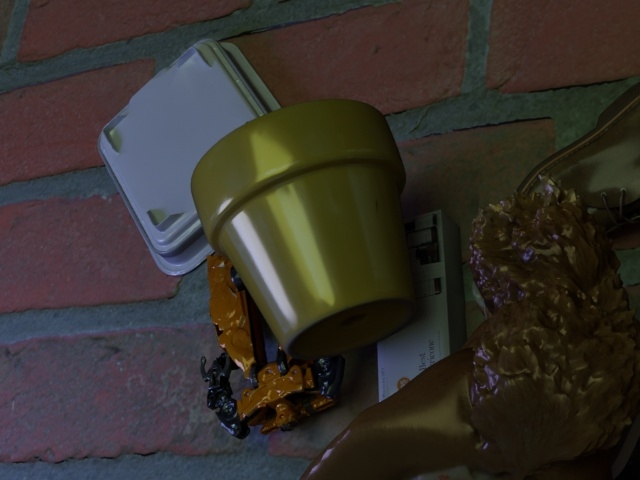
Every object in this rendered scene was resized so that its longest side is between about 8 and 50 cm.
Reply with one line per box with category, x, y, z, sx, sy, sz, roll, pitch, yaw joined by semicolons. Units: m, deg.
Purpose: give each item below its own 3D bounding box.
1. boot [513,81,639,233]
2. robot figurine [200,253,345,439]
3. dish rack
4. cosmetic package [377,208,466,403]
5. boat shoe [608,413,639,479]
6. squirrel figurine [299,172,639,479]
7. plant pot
boot;0.318;-0.049;1.432;0.305;0.112;0.115;-46;41;2
robot figurine;-0.057;0.118;1.619;0.211;0.085;0.291;-26;53;20
dish rack;-0.195;-0.141;1.858;0.285;0.072;0.333;-42;49;9
cosmetic package;0.121;0.087;1.532;0.099;0.060;0.239;-17;58;27
boat shoe;0.375;0.170;1.323;0.079;0.084;0.233;33;77;2
squirrel figurine;0.209;0.144;1.252;0.281;0.370;0.397;31;122;10
plant pot;0.000;0.000;1.481;0.254;0.254;0.239;-29;67;18
